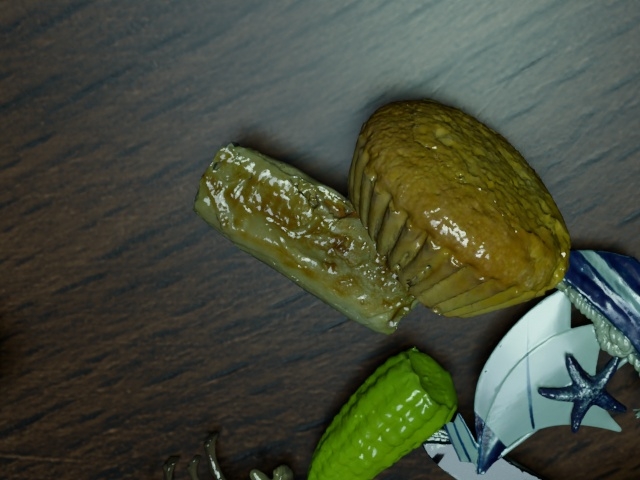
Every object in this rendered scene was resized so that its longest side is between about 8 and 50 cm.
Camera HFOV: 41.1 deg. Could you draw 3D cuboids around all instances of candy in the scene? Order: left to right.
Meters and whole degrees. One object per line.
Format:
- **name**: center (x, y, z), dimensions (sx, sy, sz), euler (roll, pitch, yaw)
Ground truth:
- **candy**: center (0.059, 0.214, 0.954), dimensions (0.096, 0.097, 0.209), euler (41, 109, -7)

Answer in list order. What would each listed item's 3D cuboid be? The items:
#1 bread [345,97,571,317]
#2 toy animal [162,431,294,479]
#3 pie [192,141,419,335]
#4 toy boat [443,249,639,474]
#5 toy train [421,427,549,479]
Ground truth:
- **bread**: center (0.124, -0.029, 0.810), dimensions (0.240, 0.240, 0.139), euler (36, 116, -6)
- **toy animal**: center (-0.096, 0.319, 1.010), dimensions (0.214, 0.094, 0.186), euler (-31, 97, 20)
- **pie**: center (0.000, 0.000, 0.909), dimensions (0.282, 0.068, 0.128), euler (33, 118, -6)
- **toy boat**: center (0.278, 0.152, 0.921), dimensions (0.210, 0.070, 0.292), euler (27, 102, 1)
- **toy train**: center (0.221, 0.278, 0.984), dimensions (0.252, 0.048, 0.055), euler (31, 96, 2)
